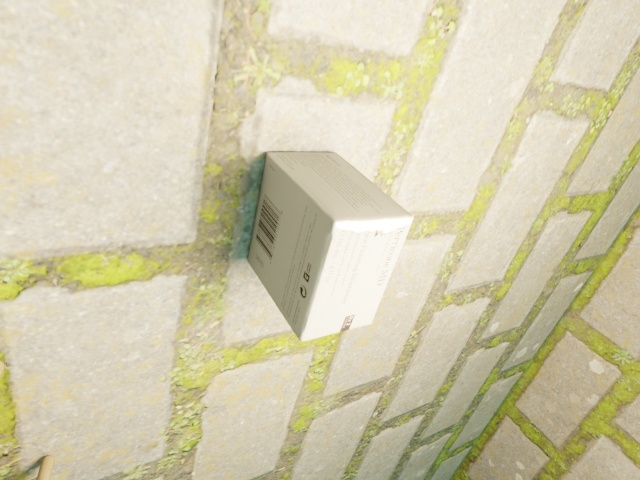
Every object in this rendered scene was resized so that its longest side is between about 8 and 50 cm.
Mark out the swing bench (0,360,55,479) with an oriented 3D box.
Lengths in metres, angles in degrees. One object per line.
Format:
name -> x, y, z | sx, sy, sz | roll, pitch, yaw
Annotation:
swing bench -> -0.408, 0.328, 0.504 | 0.165, 0.255, 0.253 | -15, 131, -28

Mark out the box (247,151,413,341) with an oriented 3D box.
box -> 0.000, 0.000, 0.597 | 0.119, 0.182, 0.181 | -7, 127, -32
